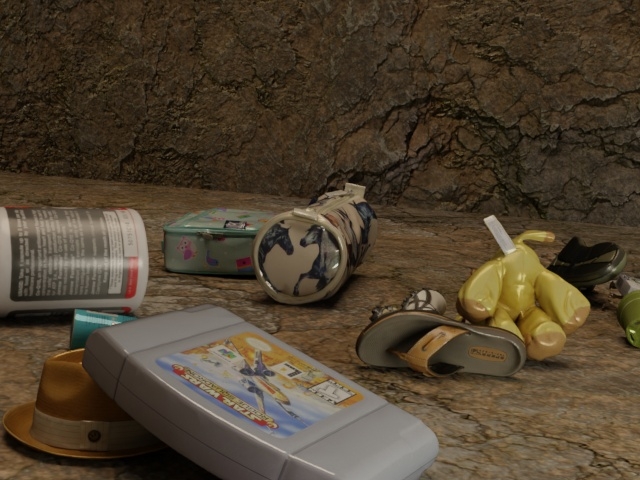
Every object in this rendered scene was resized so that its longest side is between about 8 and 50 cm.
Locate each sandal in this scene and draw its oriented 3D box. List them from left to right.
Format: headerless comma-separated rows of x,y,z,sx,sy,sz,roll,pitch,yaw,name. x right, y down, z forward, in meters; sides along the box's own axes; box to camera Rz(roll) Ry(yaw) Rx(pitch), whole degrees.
0.155,0.145,1.238,0.219,0.090,0.060,11,30,0,sandal
0.518,0.064,1.901,0.086,0.120,0.303,42,-3,-8,sandal

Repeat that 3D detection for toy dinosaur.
0.561,0.114,1.752,0.092,0.053,0.183,21,19,12,toy dinosaur

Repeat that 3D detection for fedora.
-0.211,0.151,0.951,0.194,0.079,0.194,3,8,0,fedora

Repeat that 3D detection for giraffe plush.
0.262,0.091,1.405,0.181,0.210,0.170,-9,-22,-13,giraffe plush

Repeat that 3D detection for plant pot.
0.498,0.128,1.497,0.083,0.083,0.079,6,20,18,plant pot

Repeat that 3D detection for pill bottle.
-0.409,0.031,1.422,0.283,0.161,0.161,0,9,-27,pill bottle

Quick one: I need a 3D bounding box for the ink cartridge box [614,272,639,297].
0.578,0.095,1.692,0.115,0.029,0.063,16,20,-6,ink cartridge box

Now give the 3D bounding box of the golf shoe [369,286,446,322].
0.145,0.124,1.386,0.094,0.077,0.198,21,22,29,golf shoe

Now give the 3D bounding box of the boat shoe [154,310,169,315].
-0.210,0.127,1.158,0.059,0.063,0.170,2,15,-5,boat shoe

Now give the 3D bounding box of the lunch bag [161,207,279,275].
-0.193,-0.002,1.949,0.224,0.108,0.279,5,8,9,lunch bag

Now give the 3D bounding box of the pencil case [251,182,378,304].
0.000,0.000,1.771,0.159,0.184,0.410,6,9,11,pencil case

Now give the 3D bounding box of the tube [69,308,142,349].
-0.220,0.125,1.268,0.207,0.052,0.080,7,17,-16,tube

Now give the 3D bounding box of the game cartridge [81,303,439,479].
-0.059,0.147,0.874,0.297,0.062,0.198,26,13,25,game cartridge
